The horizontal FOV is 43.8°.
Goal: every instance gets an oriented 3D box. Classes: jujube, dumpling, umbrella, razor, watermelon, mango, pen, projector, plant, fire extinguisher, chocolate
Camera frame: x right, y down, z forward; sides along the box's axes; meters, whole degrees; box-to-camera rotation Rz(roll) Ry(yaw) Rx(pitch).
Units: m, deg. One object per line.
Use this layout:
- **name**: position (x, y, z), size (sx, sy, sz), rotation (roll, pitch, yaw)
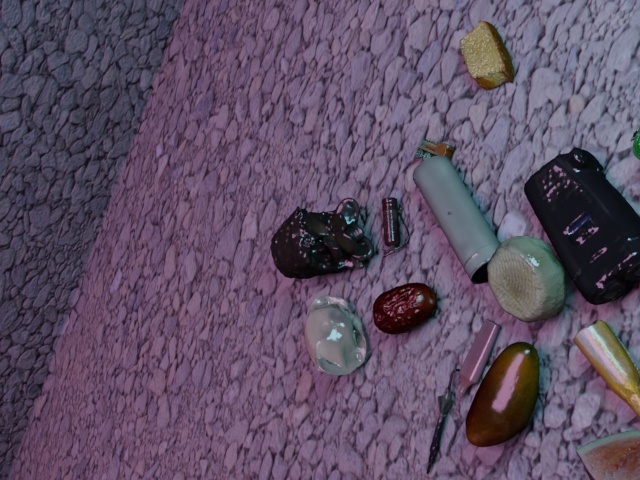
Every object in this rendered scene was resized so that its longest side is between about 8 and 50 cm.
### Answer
- **jujube**: position (0.211, 0.170, 2.010), size (0.176, 0.109, 0.112), rotation (-28, 95, 36)
- **dumpling**: position (0.037, 0.254, 2.156), size (0.132, 0.162, 0.250), rotation (99, 166, -54)
- **umbrella**: position (0.285, 0.434, 1.921), size (0.044, 0.044, 0.269), rotation (-148, 75, -76)
- **razor**: position (0.569, -0.035, 1.687), size (0.189, 0.107, 0.327), rotation (-44, 51, 31)
- **watermelon**: position (0.654, 0.502, 1.427), size (0.222, 0.319, 0.292), rotation (-34, 95, 3)
- **mango**: position (0.412, 0.346, 1.757), size (0.267, 0.111, 0.133), rotation (-66, 29, 13)
- **pen**: position (0.369, 0.283, 1.876), size (0.053, 0.032, 0.197), rotation (31, 101, 44)
- **projector**: position (0.337, -0.055, 1.934), size (0.108, 0.108, 0.337), rotation (-45, 52, 29)
- **plant**: position (0.000, 0.000, 2.208), size (0.276, 0.188, 0.199), rotation (-23, 66, 41)
- **fire extinguisher**: position (0.197, -0.036, 2.122), size (0.078, 0.045, 0.157), rotation (-9, 72, 22)
- **chocolate**: position (0.604, 0.268, 1.610), size (0.085, 0.085, 0.219), rotation (-46, 55, 28)

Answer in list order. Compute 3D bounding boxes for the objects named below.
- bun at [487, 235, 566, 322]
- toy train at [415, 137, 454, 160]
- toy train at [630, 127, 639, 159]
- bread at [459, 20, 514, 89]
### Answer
- **bun**: position (0.461, 0.078, 1.747), size (0.195, 0.118, 0.195), rotation (43, 147, 38)
- **toy train**: position (0.292, -0.229, 2.067), size (0.103, 0.044, 0.064), rotation (30, 99, 43)
- **toy train**: position (0.726, -0.213, 1.512), size (0.266, 0.145, 0.202), rotation (-66, 22, 12)
- **bread**: position (0.414, -0.459, 1.984), size (0.103, 0.065, 0.187), rotation (-28, 63, 32)
